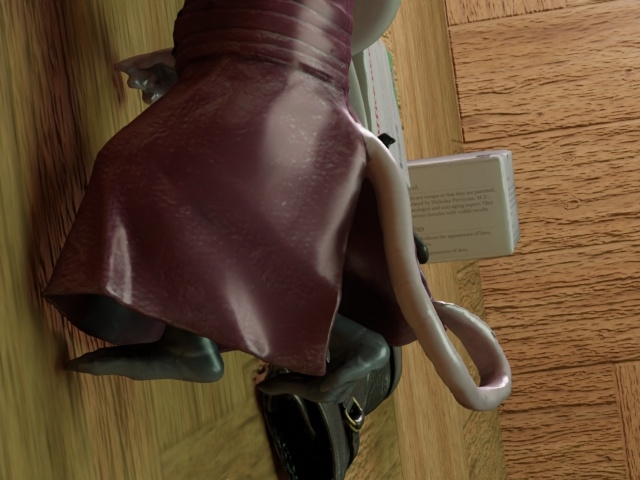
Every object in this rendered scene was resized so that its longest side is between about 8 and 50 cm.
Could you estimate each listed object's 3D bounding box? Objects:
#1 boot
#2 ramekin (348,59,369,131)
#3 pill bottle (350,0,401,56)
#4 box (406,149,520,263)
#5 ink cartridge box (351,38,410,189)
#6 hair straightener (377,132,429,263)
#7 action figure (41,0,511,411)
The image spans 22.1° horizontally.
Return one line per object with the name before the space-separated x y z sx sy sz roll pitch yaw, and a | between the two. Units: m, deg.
boot | 0.001 0.079 1.393 0.229 0.091 0.263 -50 125 -65
ramekin | -0.025 -0.052 1.268 0.207 0.109 0.207 -7 90 -79
pill bottle | 0.004 -0.279 1.470 0.264 0.153 0.153 -81 161 -58
box | 0.143 -0.040 1.978 0.181 0.182 0.119 -29 113 -79
ink cartridge box | 0.023 -0.132 1.639 0.212 0.093 0.154 35 47 -78
hair straightener | 0.019 -0.068 1.401 0.230 0.089 0.047 51 -14 17
action figure | -0.029 -0.101 0.902 0.248 0.276 0.370 23 73 -71
